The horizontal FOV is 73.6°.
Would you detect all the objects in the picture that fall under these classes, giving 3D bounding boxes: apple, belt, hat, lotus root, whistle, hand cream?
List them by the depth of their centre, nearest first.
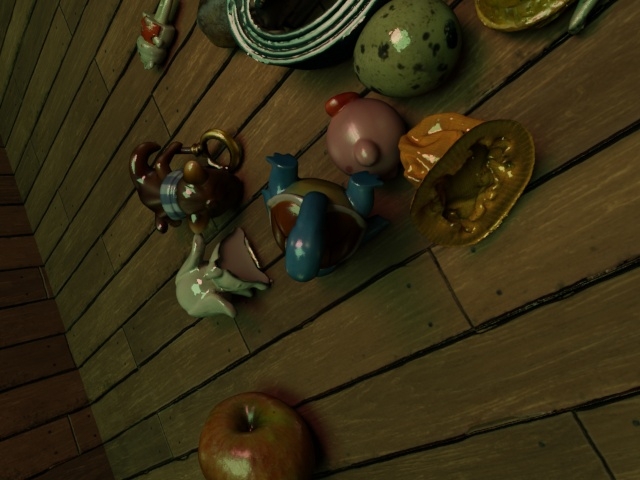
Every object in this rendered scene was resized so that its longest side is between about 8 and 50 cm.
[{"bbox_3d":[0.236,-0.152,0.819,0.234,0.244,0.233,-30,41,7],"label":"hat"},{"bbox_3d":[0.007,-0.544,0.876,0.437,0.173,0.300,-33,93,33],"label":"belt"},{"bbox_3d":[-0.013,-0.596,1.003,0.235,0.055,0.086,-41,73,26],"label":"hand cream"},{"bbox_3d":[-0.184,-0.608,1.072,0.323,0.140,0.157,-15,86,36],"label":"lotus root"},{"bbox_3d":[-0.167,0.563,1.127,0.309,0.278,0.249,29,130,48],"label":"apple"},{"bbox_3d":[-0.518,-0.655,1.351,0.102,0.106,0.253,41,120,8],"label":"whistle"}]

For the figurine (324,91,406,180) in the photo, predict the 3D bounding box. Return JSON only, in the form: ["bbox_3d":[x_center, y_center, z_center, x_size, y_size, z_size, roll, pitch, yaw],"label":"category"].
[{"bbox_3d":[0.096,-0.206,0.886,0.173,0.173,0.173,6,99,37],"label":"figurine"}]

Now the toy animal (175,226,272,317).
[{"bbox_3d":[-0.296,0.118,1.228,0.249,0.174,0.289,42,118,27],"label":"toy animal"}]

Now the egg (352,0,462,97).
[{"bbox_3d":[0.157,-0.361,0.817,0.228,0.177,0.176,2,97,53],"label":"egg"}]

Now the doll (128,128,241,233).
[{"bbox_3d":[-0.391,-0.162,1.251,0.340,0.209,0.317,10,108,35],"label":"doll"}]

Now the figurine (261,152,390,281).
[{"bbox_3d":[0.004,-0.040,0.876,0.298,0.416,0.242,6,87,2],"label":"figurine"}]

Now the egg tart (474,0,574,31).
[{"bbox_3d":[0.337,-0.454,0.702,0.213,0.090,0.212,-4,84,45],"label":"egg tart"}]

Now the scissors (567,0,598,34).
[{"bbox_3d":[0.462,-0.461,0.647,0.138,0.041,0.289,40,118,37],"label":"scissors"}]
